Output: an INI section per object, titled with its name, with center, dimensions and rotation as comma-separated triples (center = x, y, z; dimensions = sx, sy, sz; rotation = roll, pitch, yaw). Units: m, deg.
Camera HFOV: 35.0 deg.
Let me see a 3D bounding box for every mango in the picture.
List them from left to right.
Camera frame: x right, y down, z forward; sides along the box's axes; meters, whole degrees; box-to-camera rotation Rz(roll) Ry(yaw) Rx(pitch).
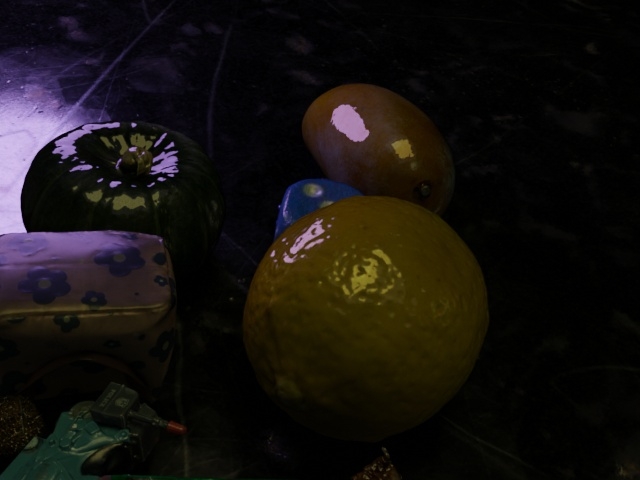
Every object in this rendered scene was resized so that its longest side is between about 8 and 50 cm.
[mango]
center = 0.090, -0.148, 1.705
dimensions = 0.199, 0.221, 0.384
rotation = -46, 35, -4

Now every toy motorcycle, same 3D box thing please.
[toy motorcycle]
center = -0.271, 0.279, 1.167
dimensions = 0.182, 0.124, 0.272
rotation = 13, 39, 18

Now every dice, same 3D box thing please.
[dice]
center = 0.000, 0.000, 1.552
dimensions = 0.146, 0.143, 0.146
rotation = 11, 43, -2

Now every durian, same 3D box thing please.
[durian]
center = -0.381, 0.225, 1.235
dimensions = 0.091, 0.080, 0.080
rotation = 7, 39, -16

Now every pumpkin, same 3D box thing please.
[pumpkin]
center = -0.289, -0.060, 1.497
dimensions = 0.300, 0.207, 0.300
rotation = 7, 40, -6

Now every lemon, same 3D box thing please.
[lemon]
center = 0.061, 0.099, 1.326
dimensions = 0.335, 0.336, 0.336
rotation = 7, 39, -6

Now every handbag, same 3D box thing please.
[handbag]
center = -0.315, 0.106, 1.305
dimensions = 0.251, 0.193, 0.190
rotation = -1, 35, -13

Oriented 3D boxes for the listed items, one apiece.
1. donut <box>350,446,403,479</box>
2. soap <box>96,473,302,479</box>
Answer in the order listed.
[donut]
center = 0.095, 0.364, 1.144
dimensions = 0.085, 0.141, 0.217
rotation = -24, 37, -12
[soap]
center = -0.086, 0.327, 1.064
dimensions = 0.273, 0.098, 0.218
rotation = 12, 31, -36
